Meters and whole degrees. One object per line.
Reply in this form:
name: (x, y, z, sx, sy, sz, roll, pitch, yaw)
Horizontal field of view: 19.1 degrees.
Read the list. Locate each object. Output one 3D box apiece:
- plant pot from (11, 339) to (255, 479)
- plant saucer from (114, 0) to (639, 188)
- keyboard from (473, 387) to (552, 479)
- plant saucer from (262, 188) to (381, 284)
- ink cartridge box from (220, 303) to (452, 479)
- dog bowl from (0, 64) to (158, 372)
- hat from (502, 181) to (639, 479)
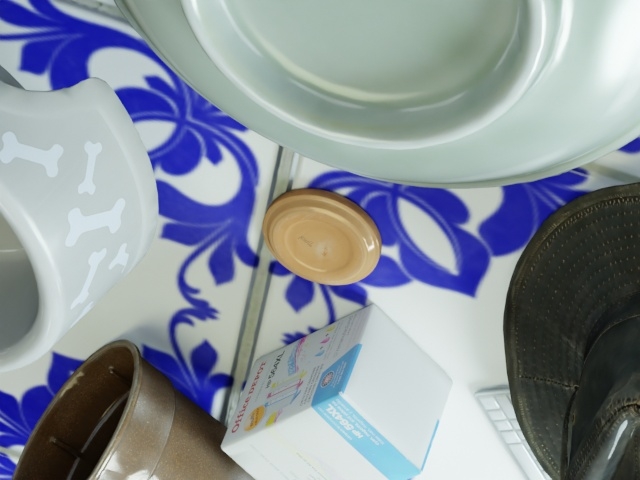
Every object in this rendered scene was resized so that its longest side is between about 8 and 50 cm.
plant pot: (-0.122, 0.185, 1.424, 0.165, 0.167, 0.167, 33, 136, -23)
plant saucer: (0.032, -0.160, 1.059, 0.400, 0.100, 0.400, 11, 136, 11)
keyboard: (0.198, 0.196, 1.398, 0.072, 0.014, 0.256, -13, 126, 31)
plant saucer: (0.000, 0.000, 1.288, 0.083, 0.013, 0.083, 12, 135, 12)
ink cartridge box: (0.005, 0.127, 1.352, 0.143, 0.092, 0.090, -28, 117, 38)
dog bowl: (-0.281, -0.046, 1.212, 0.348, 0.102, 0.349, 18, 145, 13)
hat: (0.222, 0.131, 1.177, 0.331, 0.134, 0.331, 22, 132, 26)
